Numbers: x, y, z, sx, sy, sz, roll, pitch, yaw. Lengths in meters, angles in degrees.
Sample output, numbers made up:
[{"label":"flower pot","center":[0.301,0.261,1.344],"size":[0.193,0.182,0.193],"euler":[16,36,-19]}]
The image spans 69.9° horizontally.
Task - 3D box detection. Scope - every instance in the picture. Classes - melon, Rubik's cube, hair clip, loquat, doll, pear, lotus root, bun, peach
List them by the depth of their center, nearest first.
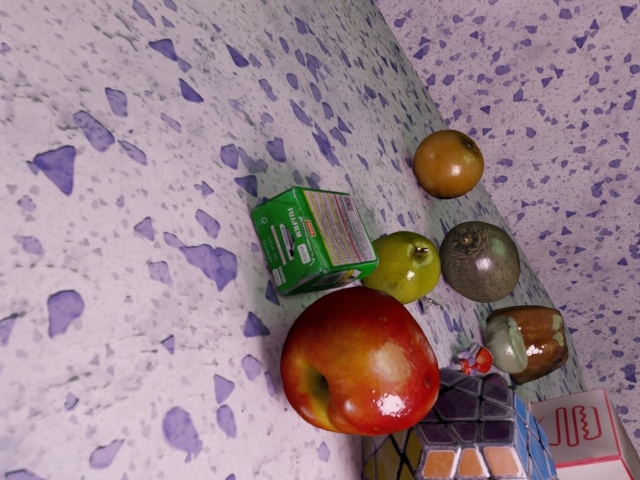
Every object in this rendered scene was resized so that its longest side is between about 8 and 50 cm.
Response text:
[{"label":"peach","center":[0.064,0.174,0.679],"size":[0.243,0.243,0.200],"euler":[-32,132,-61]},{"label":"Rubik's cube","center":[0.220,0.371,0.737],"size":[0.319,0.264,0.319],"euler":[38,38,-37]},{"label":"pear","center":[0.185,0.048,0.997],"size":[0.180,0.216,0.166],"euler":[-4,65,-25]},{"label":"hair clip","center":[0.252,0.099,1.213],"size":[0.218,0.071,0.159],"euler":[55,27,-27]},{"label":"doll","center":[0.443,0.349,1.314],"size":[0.227,0.075,0.102],"euler":[-8,88,-50]},{"label":"melon","center":[0.524,0.075,1.498],"size":[0.329,0.248,0.249],"euler":[39,37,-42]},{"label":"bun","center":[0.620,0.353,1.554],"size":[0.195,0.118,0.195],"euler":[33,47,-45]},{"label":"loquat","center":[0.475,-0.284,1.697],"size":[0.263,0.263,0.263],"euler":[38,37,-37]},{"label":"lotus root","center":[0.808,0.384,1.747],"size":[0.316,0.250,0.316],"euler":[50,29,-43]}]

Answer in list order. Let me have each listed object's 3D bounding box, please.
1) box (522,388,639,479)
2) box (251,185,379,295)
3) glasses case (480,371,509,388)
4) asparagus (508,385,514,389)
[{"label":"box","center":[0.726,0.654,1.291],"size":[0.314,0.300,0.312],"euler":[61,30,-4]},{"label":"box","center":[0.000,0.000,0.852],"size":[0.250,0.103,0.180],"euler":[-2,68,-60]},{"label":"glasses case","center":[0.476,0.451,1.282],"size":[0.316,0.075,0.123],"euler":[6,62,-57]},{"label":"asparagus","center":[0.643,0.512,1.561],"size":[0.108,0.021,0.025],"euler":[8,64,-57]}]
